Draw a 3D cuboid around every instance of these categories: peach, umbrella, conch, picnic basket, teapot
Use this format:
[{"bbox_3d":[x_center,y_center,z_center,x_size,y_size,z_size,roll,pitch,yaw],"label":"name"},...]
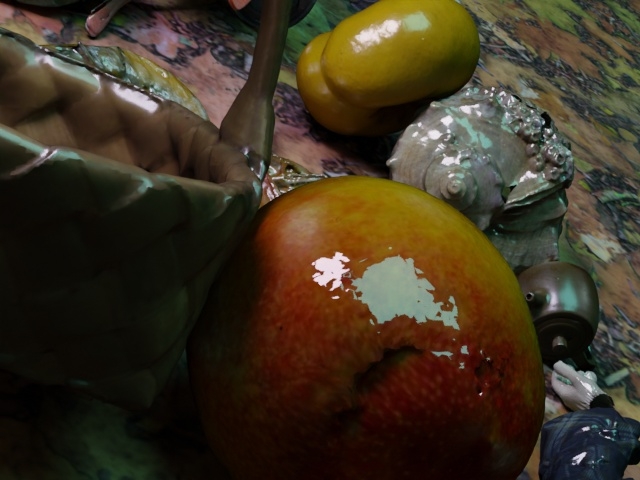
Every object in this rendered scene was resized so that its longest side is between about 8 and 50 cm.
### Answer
[{"bbox_3d":[0.060,-0.161,1.275,0.179,0.179,0.103,-11,75,-51],"label":"peach"},{"bbox_3d":[0.177,0.200,0.949,0.071,0.080,0.224,64,30,-15],"label":"umbrella"},{"bbox_3d":[0.158,-0.056,1.277,0.245,0.162,0.178,-41,111,-75],"label":"conch"},{"bbox_3d":[0.028,0.076,0.849,0.231,0.231,0.231,24,30,-15],"label":"peach"},{"bbox_3d":[-0.154,-0.113,0.784,0.293,0.337,0.337,19,32,-23],"label":"picnic basket"},{"bbox_3d":[0.202,0.071,1.161,0.121,0.076,0.068,49,28,-35],"label":"teapot"}]

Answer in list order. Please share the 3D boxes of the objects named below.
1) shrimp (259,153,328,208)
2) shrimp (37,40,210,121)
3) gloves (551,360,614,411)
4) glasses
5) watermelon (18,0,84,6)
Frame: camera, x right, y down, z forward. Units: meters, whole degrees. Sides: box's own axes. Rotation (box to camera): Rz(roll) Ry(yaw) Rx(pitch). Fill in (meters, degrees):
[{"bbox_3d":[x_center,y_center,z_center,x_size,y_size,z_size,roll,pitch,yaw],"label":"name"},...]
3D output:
[{"bbox_3d":[0.000,-0.001,1.088,0.267,0.061,0.145,44,41,15],"label":"shrimp"},{"bbox_3d":[-0.169,-0.104,1.093,0.217,0.051,0.150,4,47,-46],"label":"shrimp"},{"bbox_3d":[0.213,0.123,1.119,0.044,0.037,0.081,60,1,-25],"label":"gloves"},{"bbox_3d":[-0.061,-0.254,1.260,0.234,0.118,0.268,0,8,36],"label":"glasses"},{"bbox_3d":[-0.220,-0.254,1.191,0.187,0.139,0.071,-14,73,-33],"label":"watermelon"}]
